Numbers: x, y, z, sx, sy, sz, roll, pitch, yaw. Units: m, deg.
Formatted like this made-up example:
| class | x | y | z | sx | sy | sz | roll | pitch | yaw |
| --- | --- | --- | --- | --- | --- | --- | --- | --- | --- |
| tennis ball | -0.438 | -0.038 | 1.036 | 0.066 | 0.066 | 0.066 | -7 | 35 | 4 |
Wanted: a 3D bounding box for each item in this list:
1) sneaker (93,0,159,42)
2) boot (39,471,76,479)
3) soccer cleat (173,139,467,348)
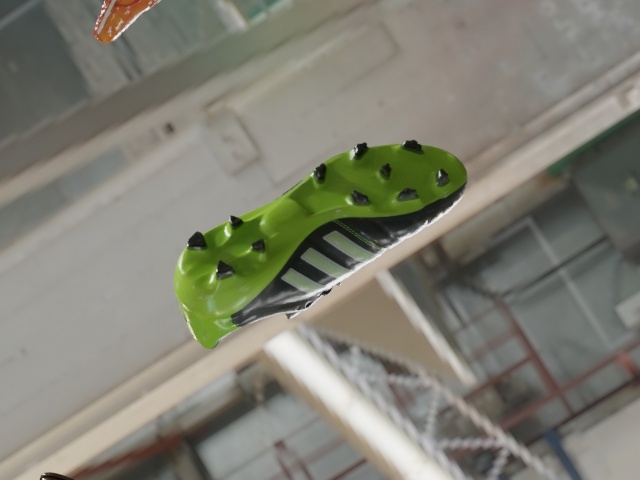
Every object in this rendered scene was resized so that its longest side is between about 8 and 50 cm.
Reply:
| class | x | y | z | sx | sy | sz | roll | pitch | yaw |
| --- | --- | --- | --- | --- | --- | --- | --- | --- | --- |
| sneaker | -0.138 | -0.240 | 1.609 | 0.067 | 0.175 | 0.064 | 39 | -174 | -15 |
| boot | -0.212 | 0.255 | 1.461 | 0.106 | 0.037 | 0.114 | 38 | -133 | 0 |
| soccer cleat | 0.000 | 0.000 | 0.985 | 0.060 | 0.179 | 0.072 | 51 | 156 | 33 |
